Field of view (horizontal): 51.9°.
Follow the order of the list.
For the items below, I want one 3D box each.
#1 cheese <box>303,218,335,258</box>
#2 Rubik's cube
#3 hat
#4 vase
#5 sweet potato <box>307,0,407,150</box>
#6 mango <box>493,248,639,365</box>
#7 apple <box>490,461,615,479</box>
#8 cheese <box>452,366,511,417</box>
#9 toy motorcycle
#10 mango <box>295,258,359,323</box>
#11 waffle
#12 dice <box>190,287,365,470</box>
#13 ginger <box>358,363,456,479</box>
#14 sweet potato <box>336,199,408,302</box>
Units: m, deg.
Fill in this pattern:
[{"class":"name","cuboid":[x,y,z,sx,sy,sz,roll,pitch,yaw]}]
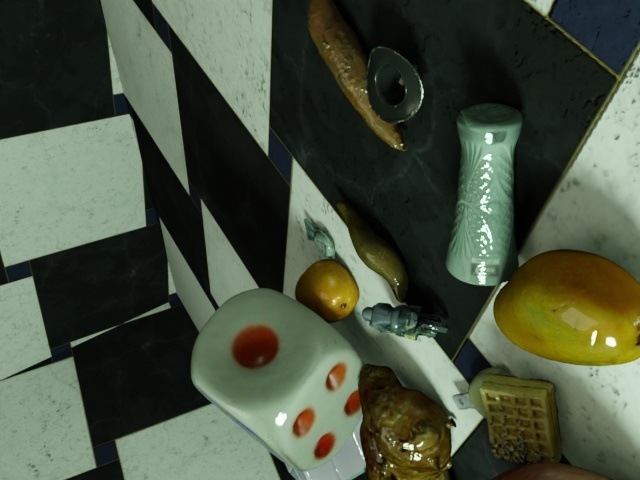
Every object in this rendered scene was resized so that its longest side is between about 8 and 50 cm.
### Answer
[{"class":"cheese","cuboid":[0.000,0.000,1.444,0.121,0.026,0.067,41,149,46]},{"class":"Rubik's cube","cuboid":[0.005,0.486,1.694,0.231,0.225,0.221,-4,110,68]},{"class":"hat","cuboid":[0.108,-0.222,0.917,0.121,0.050,0.121,41,145,38]},{"class":"vase","cuboid":[0.206,-0.058,0.820,0.096,0.096,0.219,40,145,47]},{"class":"sweet potato","cuboid":[0.044,-0.265,0.995,0.066,0.072,0.314,-36,77,46]},{"class":"mango","cuboid":[0.278,0.078,0.768,0.138,0.113,0.253,52,165,-5]},{"class":"apple","cuboid":[0.339,0.462,0.870,0.345,0.270,0.344,155,90,-87]},{"class":"cheese","cuboid":[0.269,0.263,1.093,0.097,0.038,0.192,63,158,8]},{"class":"toy motorcycle","cuboid":[0.137,0.140,1.162,0.193,0.124,0.061,167,115,-72]},{"class":"mango","cuboid":[0.000,0.115,1.469,0.217,0.102,0.141,-1,108,65]},{"class":"waffle","cuboid":[0.295,0.266,0.966,0.103,0.042,0.147,1,121,30]},{"class":"dice","cuboid":[-0.088,0.302,1.445,0.304,0.277,0.304,23,154,35]},{"class":"ginger","cuboid":[0.188,0.461,1.313,0.254,0.176,0.418,-174,69,-75]},{"class":"sweet potato","cuboid":[0.089,0.004,1.198,0.249,0.059,0.069,54,-167,29]}]
